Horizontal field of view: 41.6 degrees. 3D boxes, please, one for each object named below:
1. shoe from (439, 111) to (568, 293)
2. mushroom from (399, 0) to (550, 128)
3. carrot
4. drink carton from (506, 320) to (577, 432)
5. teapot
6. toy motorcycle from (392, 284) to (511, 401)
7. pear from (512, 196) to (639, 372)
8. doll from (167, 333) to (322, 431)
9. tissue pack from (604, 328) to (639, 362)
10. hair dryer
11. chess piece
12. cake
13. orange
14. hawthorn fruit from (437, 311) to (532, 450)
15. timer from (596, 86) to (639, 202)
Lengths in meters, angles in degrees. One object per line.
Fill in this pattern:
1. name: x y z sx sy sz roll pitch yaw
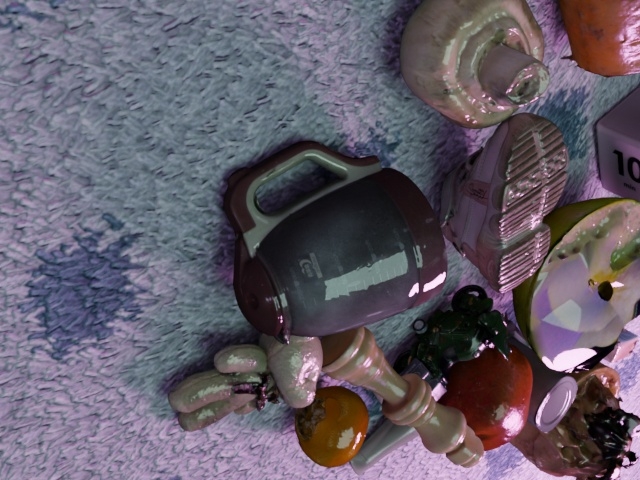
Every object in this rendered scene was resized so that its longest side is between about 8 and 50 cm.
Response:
1. shoe: 0.305 -0.082 1.519 0.172 0.198 0.350 -24 133 -31
2. mushroom: 0.263 -0.288 1.330 0.260 0.234 0.253 -23 126 -28
3. carrot: 0.515 -0.457 1.450 0.224 0.224 0.340 -40 138 -14
4. drink carton: 0.477 0.324 1.945 0.185 0.190 0.191 -53 138 -9
5. teapot: 0.000 0.000 1.324 0.312 0.233 0.314 -21 99 -23
6. toy motorcycle: 0.271 0.222 1.697 0.274 0.187 0.125 -46 137 -4
7. pear: 0.547 0.070 1.830 0.399 0.165 0.398 -12 116 -27
8. doll: -0.114 0.243 1.421 0.278 0.149 0.175 -26 174 -11
9. tissue pack: 0.809 0.286 2.293 0.094 0.059 0.074 -13 126 -34
10. hair dryer: 0.115 0.363 1.755 0.206 0.075 0.237 -36 127 -9
11. chess piece: 0.163 0.304 1.588 0.397 0.117 0.117 42 86 -20
12. cake: 0.650 0.455 2.077 0.332 0.321 0.332 -22 130 -28
13. orange: 0.018 0.349 1.596 0.134 0.154 0.154 21 105 -3
14. hawthorn fruit: 0.357 0.295 1.804 0.211 0.211 0.299 38 70 -47
15. timer: 0.734 -0.200 1.822 0.194 0.192 0.195 -39 135 -15
